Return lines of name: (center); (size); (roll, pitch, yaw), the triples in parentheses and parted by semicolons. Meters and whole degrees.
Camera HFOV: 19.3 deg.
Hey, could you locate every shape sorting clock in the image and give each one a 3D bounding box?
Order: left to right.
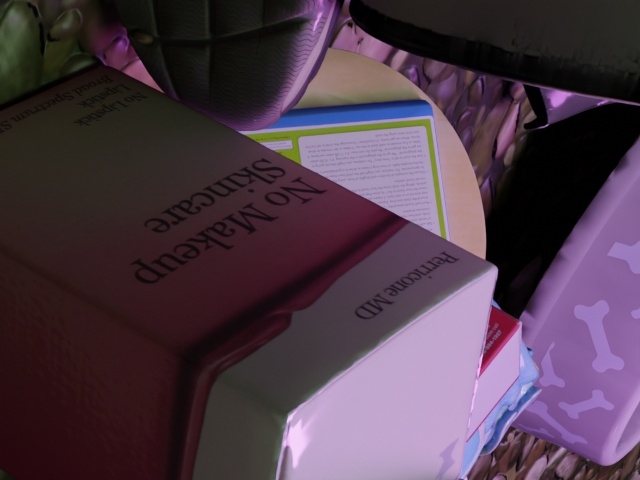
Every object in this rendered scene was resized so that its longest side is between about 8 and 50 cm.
shape sorting clock: (0.000, 0.000, 1.003); (0.206, 0.040, 0.206); (4, 83, -29)

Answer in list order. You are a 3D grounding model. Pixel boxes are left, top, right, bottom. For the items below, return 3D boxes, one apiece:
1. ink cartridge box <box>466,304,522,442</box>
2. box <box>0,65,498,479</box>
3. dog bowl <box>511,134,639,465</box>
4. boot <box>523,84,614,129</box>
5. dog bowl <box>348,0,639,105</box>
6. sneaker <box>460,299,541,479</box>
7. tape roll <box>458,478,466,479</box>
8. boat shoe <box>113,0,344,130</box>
ink cartridge box: (0.025, 0.064, 1.088); (0.109, 0.150, 0.063); (-49, 154, -24)
box: (-0.062, 0.040, 0.823); (0.148, 0.232, 0.127); (-33, 140, -43)
dog bowl: (0.267, 0.022, 1.441); (0.349, 0.102, 0.349); (-48, 163, -20)
boot: (0.181, -0.174, 1.227); (0.137, 0.077, 0.198); (-19, 108, -8)
dog bowl: (0.220, -0.153, 0.816); (0.408, 0.408, 0.150); (-16, 115, -55)
sneaker: (0.063, 0.164, 1.274); (0.208, 0.127, 0.319); (-32, 142, -42)
tape roll: (-0.088, 0.220, 0.834); (0.392, 0.392, 0.072); (-31, 100, -45)
boat shoe: (-0.005, -0.211, 0.802); (0.130, 0.132, 0.355); (-32, 142, -43)
